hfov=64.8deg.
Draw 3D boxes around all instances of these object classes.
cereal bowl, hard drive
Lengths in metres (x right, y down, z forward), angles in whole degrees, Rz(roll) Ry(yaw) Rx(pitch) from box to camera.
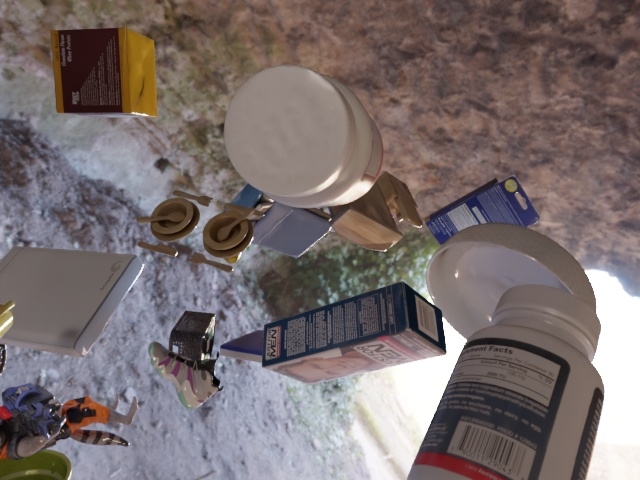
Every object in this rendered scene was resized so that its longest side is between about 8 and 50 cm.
[{"bbox_3d":[0.397,0.095,1.043,0.339,0.141,0.338,30,-35,24],"label":"cereal bowl"},{"bbox_3d":[-0.579,0.116,1.062,0.047,0.353,0.233,72,29,-44],"label":"hard drive"},{"bbox_3d":[-0.118,0.333,1.558,0.210,0.319,0.040,-10,100,-61],"label":"hard drive"}]

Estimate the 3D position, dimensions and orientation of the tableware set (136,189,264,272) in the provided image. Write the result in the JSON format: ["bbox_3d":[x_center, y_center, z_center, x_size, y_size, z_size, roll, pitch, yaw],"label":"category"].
[{"bbox_3d":[-0.201,-0.029,0.831,0.194,0.128,0.039,14,-30,20],"label":"tableware set"}]

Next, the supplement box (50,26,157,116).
[{"bbox_3d":[-0.520,-0.400,1.224,0.129,0.194,0.191,-41,132,-76],"label":"supplement box"}]

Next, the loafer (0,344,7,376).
[{"bbox_3d":[-0.913,0.231,1.278,0.134,0.130,0.365,-44,138,-64],"label":"loafer"}]

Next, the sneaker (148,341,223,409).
[{"bbox_3d":[-0.153,0.148,0.604,0.098,0.069,0.038,57,3,-17],"label":"sneaker"}]

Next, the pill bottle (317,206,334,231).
[{"bbox_3d":[0.054,-0.125,1.362,0.117,0.117,0.215,51,36,-30],"label":"pill bottle"}]

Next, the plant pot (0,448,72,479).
[{"bbox_3d":[-0.741,0.703,1.226,0.276,0.276,0.253,-121,-151,-76],"label":"plant pot"}]

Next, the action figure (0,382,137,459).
[{"bbox_3d":[-0.594,0.430,1.140,0.341,0.330,0.178,2,-87,55],"label":"action figure"}]

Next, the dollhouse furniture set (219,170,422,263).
[{"bbox_3d":[0.000,0.000,0.954,0.286,0.303,0.198,24,37,-40],"label":"dollhouse furniture set"}]

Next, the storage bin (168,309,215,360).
[{"bbox_3d":[-0.333,0.268,1.318,0.180,0.085,0.121,-92,-171,-78],"label":"storage bin"}]

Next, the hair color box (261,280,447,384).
[{"bbox_3d":[0.064,0.205,1.050,0.174,0.347,0.105,36,44,-43],"label":"hair color box"}]

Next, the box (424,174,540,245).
[{"bbox_3d":[0.377,-0.051,1.180,0.136,0.225,0.036,52,25,-17],"label":"box"}]

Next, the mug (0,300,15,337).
[{"bbox_3d":[-0.497,0.126,0.765,0.064,0.078,0.062,-75,158,-69],"label":"mug"}]

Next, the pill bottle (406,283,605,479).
[{"bbox_3d":[0.148,0.127,0.378,0.108,0.180,0.108,25,-32,17],"label":"pill bottle"}]

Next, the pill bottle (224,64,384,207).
[{"bbox_3d":[-0.006,-0.092,0.490,0.121,0.121,0.221,52,12,3],"label":"pill bottle"}]
